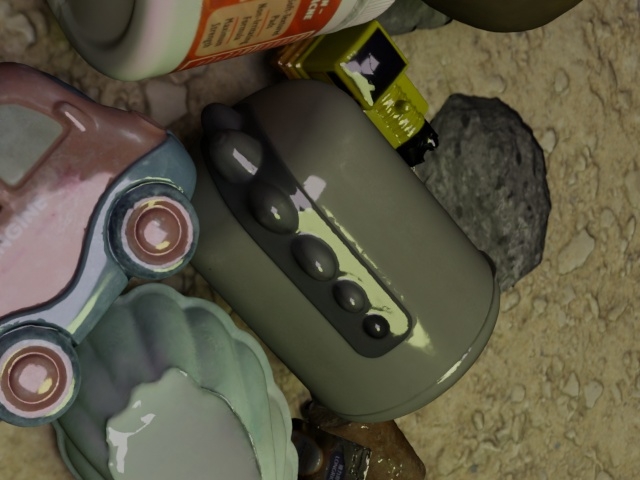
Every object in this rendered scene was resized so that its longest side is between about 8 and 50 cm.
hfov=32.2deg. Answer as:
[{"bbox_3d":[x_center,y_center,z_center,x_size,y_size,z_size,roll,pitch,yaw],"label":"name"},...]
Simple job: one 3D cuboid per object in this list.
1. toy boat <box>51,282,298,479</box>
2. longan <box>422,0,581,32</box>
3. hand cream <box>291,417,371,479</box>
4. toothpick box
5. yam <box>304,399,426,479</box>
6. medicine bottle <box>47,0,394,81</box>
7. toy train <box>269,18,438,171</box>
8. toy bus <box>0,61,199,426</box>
[{"bbox_3d":[-0.115,0.177,0.947,0.199,0.100,0.290,-33,94,-3],"label":"toy boat"},{"bbox_3d":[0.146,-0.357,1.004,0.288,0.288,0.350,-48,125,-19],"label":"longan"},{"bbox_3d":[-0.019,0.199,1.036,0.039,0.163,0.062,25,83,-39],"label":"hand cream"},{"bbox_3d":[0.000,0.000,0.980,0.229,0.229,0.316,-51,120,-17],"label":"toothpick box"},{"bbox_3d":[0.048,0.208,1.132,0.084,0.084,0.127,-40,116,-23],"label":"yam"},{"bbox_3d":[-0.086,-0.270,0.868,0.241,0.252,0.252,-21,108,-31],"label":"medicine bottle"},{"bbox_3d":[0.040,-0.134,1.047,0.089,0.127,0.219,-50,119,-17],"label":"toy train"},{"bbox_3d":[-0.251,-0.010,0.841,0.232,0.197,0.294,43,75,-20],"label":"toy bus"}]
